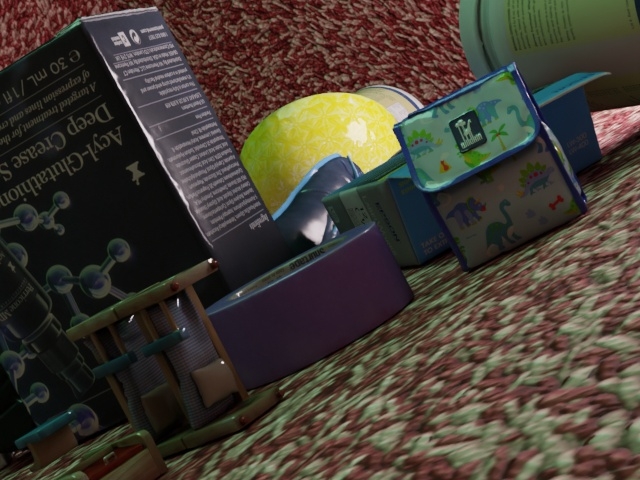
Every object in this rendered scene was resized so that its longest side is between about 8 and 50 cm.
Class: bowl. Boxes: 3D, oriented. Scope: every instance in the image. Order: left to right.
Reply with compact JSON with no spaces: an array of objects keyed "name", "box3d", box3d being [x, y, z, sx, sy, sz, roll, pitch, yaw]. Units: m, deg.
[{"name":"bowl","box3d":[0.016,-0.089,2.301,0.289,0.289,0.156,-27,45,12]}]

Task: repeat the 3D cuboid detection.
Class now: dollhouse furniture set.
[{"name":"dollhouse furniture set","box3d":[-0.146,0.118,1.060,0.129,0.129,0.184,-25,3,37]}]

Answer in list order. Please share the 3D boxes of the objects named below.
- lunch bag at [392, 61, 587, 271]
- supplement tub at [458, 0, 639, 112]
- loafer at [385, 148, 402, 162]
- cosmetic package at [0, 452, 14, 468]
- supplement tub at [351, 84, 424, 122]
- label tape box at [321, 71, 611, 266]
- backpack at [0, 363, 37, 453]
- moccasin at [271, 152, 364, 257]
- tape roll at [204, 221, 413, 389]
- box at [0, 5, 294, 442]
[{"name":"lunch bag","box3d":[0.154,-0.068,1.249,0.129,0.151,0.096,-27,3,13]},{"name":"supplement tub","box3d":[0.343,-0.270,1.587,0.235,0.235,0.325,-31,17,-36]},{"name":"loafer","box3d":[0.199,-0.109,1.922,0.303,0.109,0.095,-27,7,-29]},{"name":"cosmetic package","box3d":[-0.533,0.226,1.707,0.224,0.224,0.138,-29,4,-7]},{"name":"supplement tub","box3d":[0.068,-0.164,2.686,0.228,0.228,0.316,-26,4,34]},{"name":"label tape box","box3d":[0.169,-0.071,1.537,0.249,0.115,0.348,-29,6,-14]},{"name":"backpack","box3d":[-0.358,0.184,1.659,0.115,0.152,0.182,-14,-7,9]},{"name":"moccasin","box3d":[0.000,0.000,1.775,0.342,0.117,0.137,-55,-11,-56]},{"name":"tape roll","box3d":[-0.013,0.060,1.283,0.189,0.080,0.189,-28,4,2]},{"name":"box","box3d":[-0.242,-0.016,1.544,0.294,0.395,0.212,-28,4,21]}]
